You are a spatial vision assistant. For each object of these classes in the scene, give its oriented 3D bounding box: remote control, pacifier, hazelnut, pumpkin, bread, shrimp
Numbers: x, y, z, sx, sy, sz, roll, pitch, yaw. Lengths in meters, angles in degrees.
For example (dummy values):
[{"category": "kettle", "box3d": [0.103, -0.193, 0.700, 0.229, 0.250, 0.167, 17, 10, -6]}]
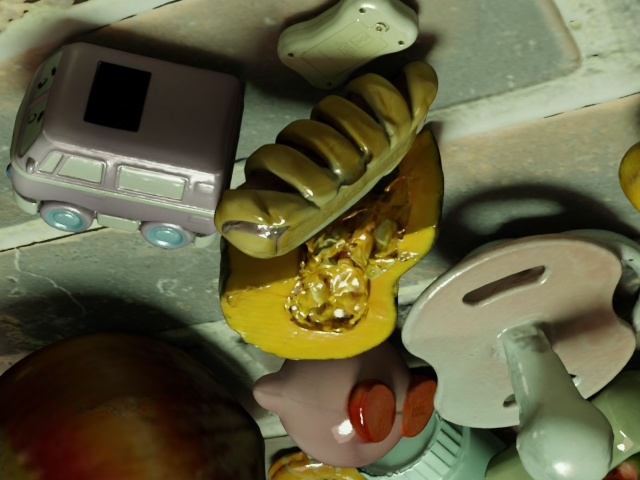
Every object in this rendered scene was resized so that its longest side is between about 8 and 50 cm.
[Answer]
[{"category": "remote control", "box3d": [0.023, -0.175, 1.045, 0.122, 0.032, 0.074, -25, 135, 37]}, {"category": "pacifier", "box3d": [0.220, 0.120, 1.272, 0.220, 0.273, 0.332, 9, 148, 27]}, {"category": "hazelnut", "box3d": [-0.236, 0.308, 1.468, 0.359, 0.359, 0.409, -27, 94, 39]}, {"category": "pumpkin", "box3d": [0.000, -0.001, 1.206, 0.190, 0.139, 0.280, 12, 143, -6]}, {"category": "bread", "box3d": [0.004, -0.070, 1.063, 0.081, 0.225, 0.134, 46, 159, 9]}, {"category": "shrimp", "box3d": [0.013, 0.383, 1.810, 0.150, 0.068, 0.249, -10, 137, 15]}]

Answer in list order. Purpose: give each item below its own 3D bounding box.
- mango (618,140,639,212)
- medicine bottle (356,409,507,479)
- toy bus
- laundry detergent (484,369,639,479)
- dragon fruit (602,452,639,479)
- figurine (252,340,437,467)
[{"category": "mango", "box3d": [0.395, -0.054, 1.082, 0.262, 0.109, 0.157, 11, 155, 5]}, {"category": "medicine bottle", "box3d": [0.173, 0.309, 1.589, 0.158, 0.158, 0.318, -16, 139, 30]}, {"category": "toy bus", "box3d": [-0.176, -0.089, 1.115, 0.202, 0.142, 0.142, 11, 150, -7]}, {"category": "laundry detergent", "box3d": [0.323, 0.232, 1.449, 0.253, 0.091, 0.181, -38, 167, 16]}, {"category": "dragon fruit", "box3d": [0.369, 0.344, 1.606, 0.137, 0.135, 0.236, -23, 145, 36]}, {"category": "figurine", "box3d": [0.027, 0.183, 1.441, 0.173, 0.173, 0.173, 5, 145, 4]}]
